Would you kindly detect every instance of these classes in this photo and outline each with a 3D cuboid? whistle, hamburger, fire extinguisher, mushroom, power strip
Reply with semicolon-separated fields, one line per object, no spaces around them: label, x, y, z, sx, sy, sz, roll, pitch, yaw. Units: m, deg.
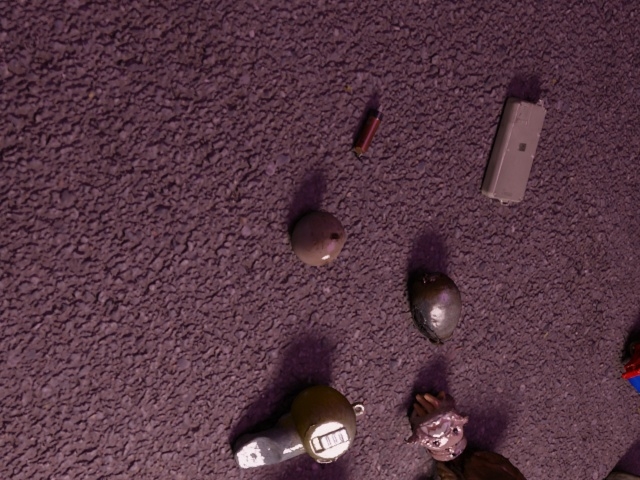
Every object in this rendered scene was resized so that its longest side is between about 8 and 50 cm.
whistle;-0.035;0.303;1.500;0.223;0.123;0.123;-20;118;-4
hamburger;0.300;0.483;1.729;0.183;0.206;0.130;12;131;-38
fire extinguisher;0.074;-0.161;1.445;0.083;0.028;0.022;-65;160;1
mushroom;0.000;0.000;1.430;0.085;0.085;0.079;-60;156;-3
power strip;0.337;-0.156;1.621;0.081;0.035;0.192;7;102;-35

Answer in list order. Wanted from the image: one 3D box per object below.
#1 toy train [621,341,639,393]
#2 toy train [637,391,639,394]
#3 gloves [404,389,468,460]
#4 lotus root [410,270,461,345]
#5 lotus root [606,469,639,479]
toy train;0.734;0.239;1.967;0.204;0.083;0.131;-39;82;-19
toy train;0.729;0.295;2.037;0.064;0.044;0.103;27;92;-40
gloves;0.217;0.338;1.678;0.110;0.094;0.144;-49;135;3
lotus root;0.198;0.120;1.597;0.088;0.088;0.165;-31;131;-22
lotus root;0.653;0.622;2.050;0.235;0.119;0.138;-46;125;-15
